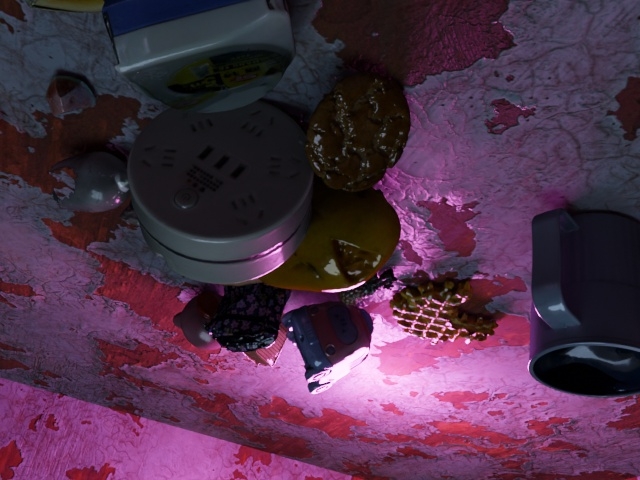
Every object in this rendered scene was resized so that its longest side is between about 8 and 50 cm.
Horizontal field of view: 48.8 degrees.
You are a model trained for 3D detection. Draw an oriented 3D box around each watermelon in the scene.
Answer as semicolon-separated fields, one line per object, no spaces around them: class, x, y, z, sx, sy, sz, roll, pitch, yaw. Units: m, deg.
watermelon;-0.490;-0.274;1.382;0.092;0.072;0.084;21;164;-23

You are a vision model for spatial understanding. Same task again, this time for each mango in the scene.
mango;0.000;0.000;1.480;0.365;0.253;0.182;-22;131;37

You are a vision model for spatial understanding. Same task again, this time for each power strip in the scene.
power strip;-0.172;-0.107;1.312;0.358;0.357;0.161;10;147;2

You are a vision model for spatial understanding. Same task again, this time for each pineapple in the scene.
pineapple;0.124;0.116;1.810;0.159;0.074;0.074;-23;135;30

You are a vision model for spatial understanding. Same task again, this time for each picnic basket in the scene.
picnic basket;-0.159;0.272;2.044;0.079;0.164;0.115;10;152;33

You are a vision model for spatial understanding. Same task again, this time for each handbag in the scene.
handbag;-0.189;0.200;1.901;0.229;0.207;0.127;-5;140;29

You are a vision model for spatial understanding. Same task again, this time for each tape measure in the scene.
tape measure;-0.172;-0.301;1.075;0.259;0.138;0.262;-13;168;0

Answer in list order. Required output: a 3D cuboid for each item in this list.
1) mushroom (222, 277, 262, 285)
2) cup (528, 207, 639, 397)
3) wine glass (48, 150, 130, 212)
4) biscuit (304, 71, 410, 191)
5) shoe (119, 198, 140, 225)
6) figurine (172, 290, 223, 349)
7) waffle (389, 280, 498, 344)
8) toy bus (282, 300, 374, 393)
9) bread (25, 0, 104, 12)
mushroom;-0.204;0.017;1.680;0.278;0.146;0.278;1;141;1
cup;0.533;0.120;1.453;0.331;0.311;0.257;19;147;-10
wine glass;-0.433;-0.132;1.523;0.321;0.143;0.143;-6;144;25
biscuit;0.071;-0.186;1.246;0.042;0.226;0.226;43;176;46
shoe;-0.358;-0.079;1.600;0.228;0.125;0.099;9;166;40
figurine;-0.321;0.235;2.035;0.173;0.173;0.173;8;148;5
waffle;0.318;0.204;1.883;0.260;0.069;0.293;-12;140;31
toy bus;0.037;0.278;1.964;0.232;0.197;0.294;-21;154;-7
bread;-0.320;-0.425;1.028;0.261;0.158;0.156;-11;161;10
